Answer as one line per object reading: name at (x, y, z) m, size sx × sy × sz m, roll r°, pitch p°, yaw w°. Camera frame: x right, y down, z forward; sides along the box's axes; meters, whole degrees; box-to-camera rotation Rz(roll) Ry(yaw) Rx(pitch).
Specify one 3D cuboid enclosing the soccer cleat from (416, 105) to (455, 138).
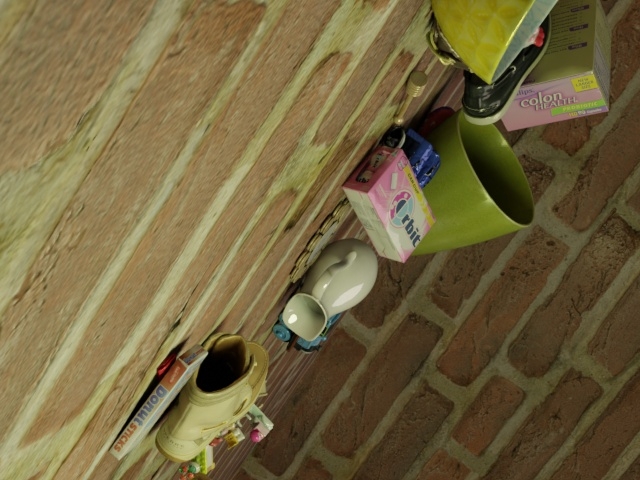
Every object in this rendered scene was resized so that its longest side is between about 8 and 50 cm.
soccer cleat at (0.234, -0.214, 2.265) m, size 0.248 × 0.083 × 0.095 m, roll 104°, pitch -16°, yaw -51°

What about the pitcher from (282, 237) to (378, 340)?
pitcher at (0.031, 0.072, 1.982) m, size 0.207 × 0.125 × 0.177 m, roll -45°, pitch 171°, yaw -39°

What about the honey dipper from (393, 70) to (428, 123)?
honey dipper at (0.143, -0.230, 1.700) m, size 0.030 × 0.030 × 0.160 m, roll -52°, pitch 177°, yaw -18°

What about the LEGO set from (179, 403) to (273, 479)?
LEGO set at (-0.212, 0.378, 1.876) m, size 0.107 × 0.132 × 0.287 m, roll -31°, pitch 163°, yaw -52°

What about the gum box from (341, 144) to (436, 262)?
gum box at (0.119, -0.066, 1.796) m, size 0.107 × 0.062 × 0.188 m, roll -51°, pitch 134°, yaw -23°

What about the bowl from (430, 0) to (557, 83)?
bowl at (0.187, -0.316, 1.020) m, size 0.289 × 0.156 × 0.289 m, roll -53°, pitch 173°, yaw -9°

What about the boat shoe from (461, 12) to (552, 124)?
boat shoe at (0.361, -0.390, 2.053) m, size 0.340 × 0.127 × 0.113 m, roll -57°, pitch 146°, yaw -21°

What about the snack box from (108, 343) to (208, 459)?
snack box at (-0.215, 0.214, 1.378) m, size 0.178 × 0.022 × 0.064 m, roll -52°, pitch 173°, yaw 20°

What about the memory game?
memory game at (0.000, 0.000, 1.898) m, size 0.186 × 0.012 × 0.186 m, roll -54°, pitch 174°, yaw -9°

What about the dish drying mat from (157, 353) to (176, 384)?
dish drying mat at (-0.202, 0.170, 1.362) m, size 0.032 × 0.008 × 0.083 m, roll -49°, pitch 173°, yaw -21°

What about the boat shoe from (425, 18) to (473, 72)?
boat shoe at (0.210, -0.294, 1.500) m, size 0.097 × 0.116 × 0.324 m, roll -27°, pitch -175°, yaw 21°

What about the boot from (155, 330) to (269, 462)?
boot at (-0.140, 0.202, 1.603) m, size 0.262 × 0.095 × 0.203 m, roll -42°, pitch 165°, yaw -45°

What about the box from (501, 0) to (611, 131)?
box at (0.477, -0.367, 2.139) m, size 0.117 × 0.214 × 0.242 m, roll 53°, pitch 38°, yaw -41°

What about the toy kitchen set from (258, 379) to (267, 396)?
toy kitchen set at (-0.158, 0.282, 2.149) m, size 0.083 × 0.075 × 0.068 m, roll -159°, pitch -116°, yaw -65°

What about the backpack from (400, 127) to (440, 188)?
backpack at (0.165, -0.140, 1.981) m, size 0.120 × 0.101 × 0.098 m, roll -51°, pitch 167°, yaw 2°

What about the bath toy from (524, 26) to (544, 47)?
bath toy at (0.344, -0.404, 1.796) m, size 0.151 × 0.129 × 0.348 m, roll -54°, pitch 174°, yaw -3°

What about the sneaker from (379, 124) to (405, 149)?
sneaker at (0.116, -0.162, 1.818) m, size 0.098 × 0.038 × 0.069 m, roll -62°, pitch 173°, yaw -12°

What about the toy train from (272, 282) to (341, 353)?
toy train at (-0.027, 0.165, 2.123) m, size 0.080 × 0.105 × 0.184 m, roll -48°, pitch 170°, yaw -43°

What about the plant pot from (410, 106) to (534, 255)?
plant pot at (0.244, -0.087, 2.148) m, size 0.294 × 0.274 × 0.275 m, roll -30°, pitch -174°, yaw 29°
